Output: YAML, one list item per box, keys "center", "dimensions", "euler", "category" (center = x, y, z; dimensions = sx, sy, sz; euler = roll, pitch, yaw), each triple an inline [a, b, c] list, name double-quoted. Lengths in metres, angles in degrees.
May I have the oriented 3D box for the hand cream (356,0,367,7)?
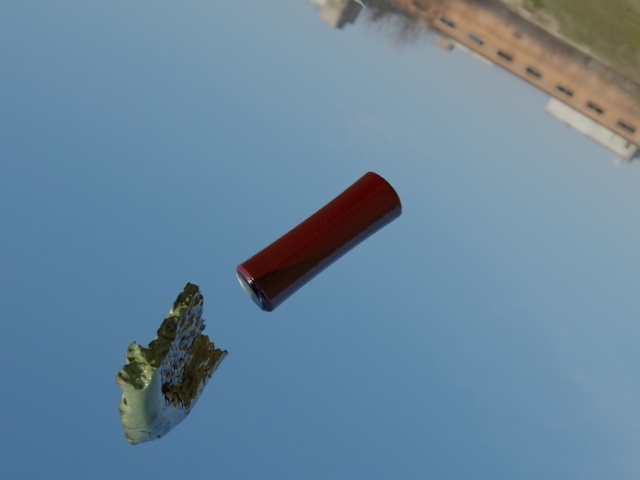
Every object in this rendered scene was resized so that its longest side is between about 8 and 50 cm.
- center: [-0.042, -0.442, 1.395]
  dimensions: [0.321, 0.067, 0.109]
  euler: [45, -173, -33]
  category: "hand cream"

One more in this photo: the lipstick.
- center: [0.000, 0.000, 1.418]
  dimensions: [0.080, 0.241, 0.080]
  euler: [49, 165, 18]
  category: "lipstick"

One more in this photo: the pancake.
- center: [-0.171, 0.149, 1.278]
  dimensions: [0.054, 0.197, 0.376]
  euler: [14, -175, 6]
  category: "pancake"
